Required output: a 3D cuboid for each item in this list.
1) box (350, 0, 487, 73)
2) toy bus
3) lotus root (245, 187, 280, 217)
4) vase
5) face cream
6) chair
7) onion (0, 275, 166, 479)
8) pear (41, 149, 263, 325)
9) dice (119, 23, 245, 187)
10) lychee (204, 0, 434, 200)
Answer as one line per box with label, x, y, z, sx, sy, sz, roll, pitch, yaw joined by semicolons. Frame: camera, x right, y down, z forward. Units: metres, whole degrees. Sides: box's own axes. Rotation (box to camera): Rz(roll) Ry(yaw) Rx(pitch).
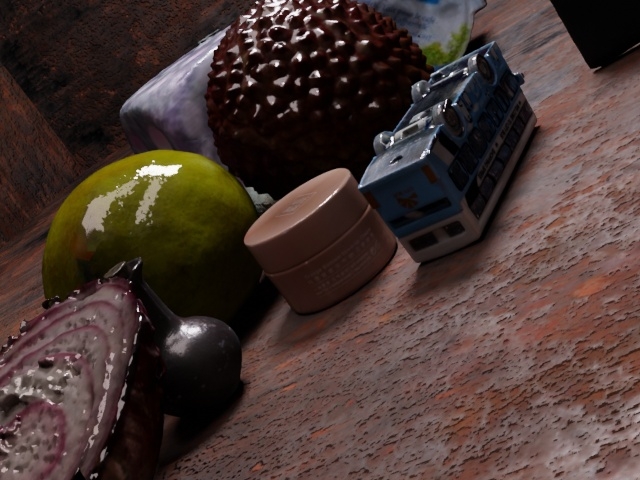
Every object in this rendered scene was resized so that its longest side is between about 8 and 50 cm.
box;0.158;-0.361;1.873;0.262;0.291;0.206;15;17;15
toy bus;0.150;-0.108;1.230;0.106;0.131;0.297;-24;18;36
lotus root;-0.067;-0.058;1.627;0.088;0.088;0.165;-40;23;-15
vase;-0.165;0.101;1.167;0.120;0.183;0.120;-32;17;11
face cream;0.000;0.000;1.268;0.149;0.104;0.149;-32;16;10
chair;0.361;-0.321;1.331;0.166;0.188;0.272;-29;13;24
onion;-0.225;0.179;1.047;0.314;0.146;0.280;-1;55;54
pear;-0.206;0.018;1.374;0.269;0.269;0.321;-24;35;34
dice;-0.150;-0.191;1.836;0.270;0.271;0.270;-41;17;-20
lychee;-0.002;-0.187;1.474;0.330;0.306;0.306;13;39;23
